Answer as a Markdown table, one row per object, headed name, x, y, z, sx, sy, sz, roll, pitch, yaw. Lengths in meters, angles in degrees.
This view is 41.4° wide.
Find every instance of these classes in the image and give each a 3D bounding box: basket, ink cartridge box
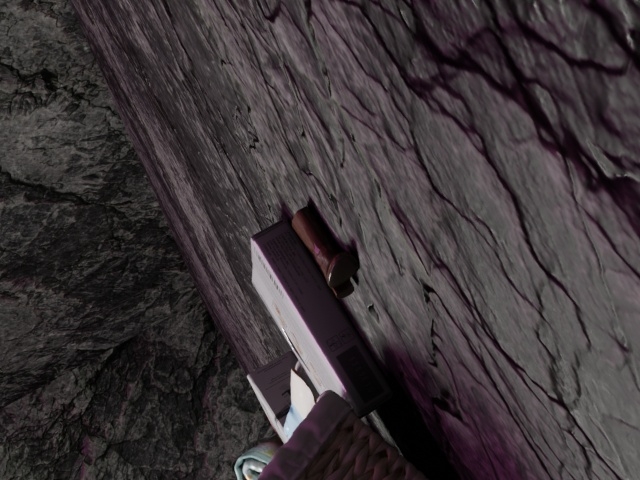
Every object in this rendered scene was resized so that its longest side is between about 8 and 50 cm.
| name | x | y | z | sx | sy | sz | roll | pitch | yaw |
| --- | --- | --- | --- | --- | --- | --- | --- | --- | --- |
| basket | 0.009 | 0.420 | 1.058 | 0.266 | 0.328 | 0.331 | 34 | 159 | 15 |
| ink cartridge box | -0.008 | 0.128 | 1.199 | 0.275 | 0.060 | 0.239 | 58 | 169 | 12 |
| ink cartridge box | -0.023 | 0.386 | 1.719 | 0.273 | 0.114 | 0.197 | 47 | 162 | 53 |

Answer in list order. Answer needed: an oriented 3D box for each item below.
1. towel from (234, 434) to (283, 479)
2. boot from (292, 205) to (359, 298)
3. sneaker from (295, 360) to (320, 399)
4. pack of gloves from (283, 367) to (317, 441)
| name | x | y | z | sx | sy | sz | roll | pitch | yaw |
| --- | --- | --- | --- | --- | --- | --- | --- | --- | --- |
| towel | -0.007 | 0.577 | 1.810 | 0.374 | 0.090 | 0.320 | 44 | -179 | 12 |
| boot | 0.000 | 0.000 | 0.941 | 0.114 | 0.037 | 0.106 | 61 | 167 | 23 |
| sneaker | 0.024 | 0.292 | 1.426 | 0.094 | 0.080 | 0.212 | 18 | 136 | 56 |
| pack of gloves | -0.020 | 0.357 | 1.424 | 0.195 | 0.046 | 0.232 | 49 | 149 | 33 |
